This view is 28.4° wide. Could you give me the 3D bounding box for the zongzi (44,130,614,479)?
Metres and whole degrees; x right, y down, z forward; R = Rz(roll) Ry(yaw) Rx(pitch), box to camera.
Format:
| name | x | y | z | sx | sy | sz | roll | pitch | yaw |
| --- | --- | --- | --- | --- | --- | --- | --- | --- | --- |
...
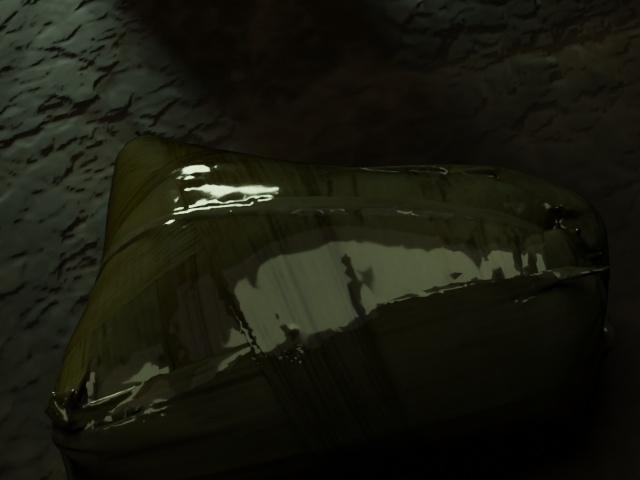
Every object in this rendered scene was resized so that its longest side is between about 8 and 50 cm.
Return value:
| name | x | y | z | sx | sy | sz | roll | pitch | yaw |
| --- | --- | --- | --- | --- | --- | --- | --- | --- | --- |
| zongzi | 0.000 | 0.000 | 0.459 | 0.194 | 0.099 | 0.197 | -14 | 41 | 10 |
